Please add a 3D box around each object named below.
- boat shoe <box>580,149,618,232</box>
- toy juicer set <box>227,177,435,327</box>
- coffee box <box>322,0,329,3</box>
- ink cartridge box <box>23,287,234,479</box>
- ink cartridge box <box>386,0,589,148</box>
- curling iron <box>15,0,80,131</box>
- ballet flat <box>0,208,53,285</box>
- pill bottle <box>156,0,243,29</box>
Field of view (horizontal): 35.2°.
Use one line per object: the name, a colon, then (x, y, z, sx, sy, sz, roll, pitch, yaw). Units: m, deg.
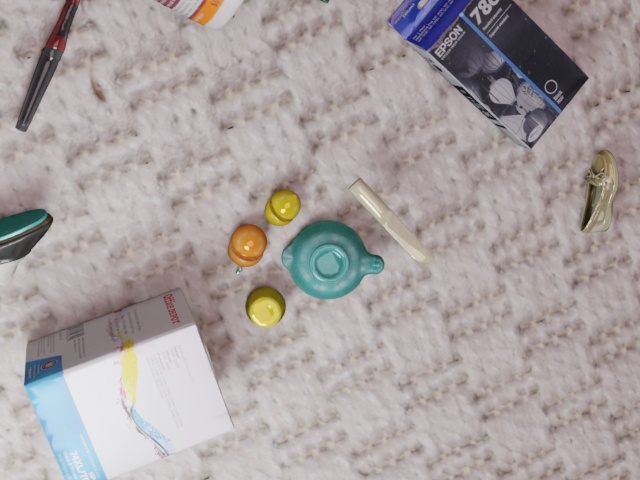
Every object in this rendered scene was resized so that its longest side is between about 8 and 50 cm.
boat shoe: (0.499, -0.088, 1.820, 0.048, 0.056, 0.153, -5, 112, -19)
toy juicer set: (0.000, 0.000, 1.695, 0.329, 0.089, 0.209, -23, 96, 0)
coffee box: (-0.013, -0.445, 1.536, 0.040, 0.184, 0.113, 30, 97, 24)
ink cartridge box: (-0.305, 0.230, 1.604, 0.270, 0.198, 0.197, -20, 108, -9)
ink cartridge box: (0.286, -0.319, 1.699, 0.333, 0.065, 0.165, 38, 92, -19)
curling iron: (-0.416, -0.297, 1.527, 0.068, 0.035, 0.273, 15, 99, -14)
ballet flat: (-0.537, 0.029, 1.553, 0.281, 0.095, 0.096, -14, 117, -1)
pill bottle: (-0.269, -0.482, 1.420, 0.392, 0.224, 0.224, 25, 96, -20)
